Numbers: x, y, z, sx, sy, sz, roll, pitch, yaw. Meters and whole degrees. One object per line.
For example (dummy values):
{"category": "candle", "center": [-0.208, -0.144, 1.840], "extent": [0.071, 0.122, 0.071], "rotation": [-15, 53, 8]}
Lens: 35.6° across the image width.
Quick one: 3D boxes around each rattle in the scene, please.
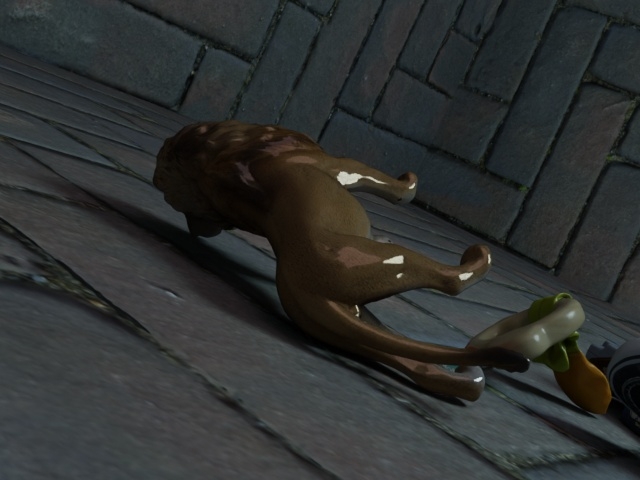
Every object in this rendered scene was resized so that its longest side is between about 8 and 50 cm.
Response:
{"category": "rattle", "center": [0.203, 0.139, 0.979], "extent": [0.130, 0.143, 0.200], "rotation": [-7, 10, 24]}

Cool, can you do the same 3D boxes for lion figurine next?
{"category": "lion figurine", "center": [0.000, 0.000, 0.877], "extent": [0.240, 0.142, 0.392], "rotation": [13, 15, -26]}

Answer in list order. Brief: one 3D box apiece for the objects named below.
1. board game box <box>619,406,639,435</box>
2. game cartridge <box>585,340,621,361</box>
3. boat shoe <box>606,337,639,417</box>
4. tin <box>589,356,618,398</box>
{"category": "board game box", "center": [0.460, 0.241, 1.050], "extent": [0.243, 0.042, 0.165], "rotation": [23, 6, -18]}
{"category": "game cartridge", "center": [0.531, 0.228, 1.381], "extent": [0.297, 0.062, 0.198], "rotation": [21, 12, -29]}
{"category": "boat shoe", "center": [0.379, 0.196, 0.866], "extent": [0.301, 0.108, 0.102], "rotation": [34, 47, 18]}
{"category": "tin", "center": [0.381, 0.167, 1.150], "extent": [0.106, 0.040, 0.190], "rotation": [17, -11, -10]}
